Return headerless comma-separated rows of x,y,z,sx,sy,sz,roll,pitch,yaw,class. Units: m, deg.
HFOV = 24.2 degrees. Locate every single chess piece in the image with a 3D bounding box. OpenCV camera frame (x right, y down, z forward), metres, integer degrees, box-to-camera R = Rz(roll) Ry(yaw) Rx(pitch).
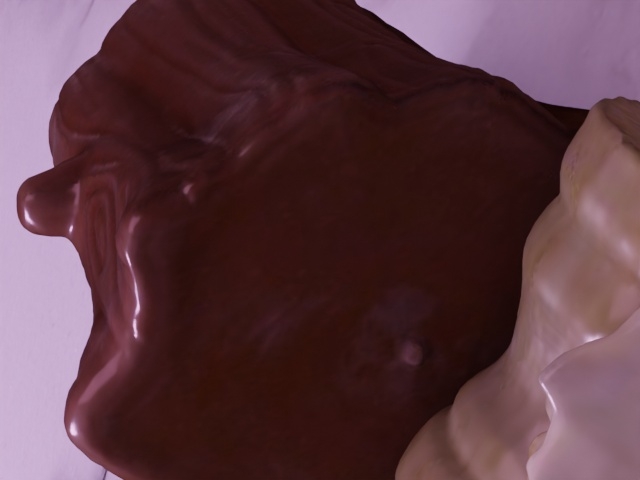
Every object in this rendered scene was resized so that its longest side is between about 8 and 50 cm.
0.078,0.112,0.492,0.301,0.137,0.137,-63,32,19,chess piece

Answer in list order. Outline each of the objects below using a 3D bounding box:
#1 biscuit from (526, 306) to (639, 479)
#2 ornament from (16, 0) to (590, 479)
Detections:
0.172,0.033,0.351,0.204,0.040,0.309,31,100,15,biscuit
0.000,0.000,0.610,0.235,0.221,0.217,-27,31,-7,ornament
